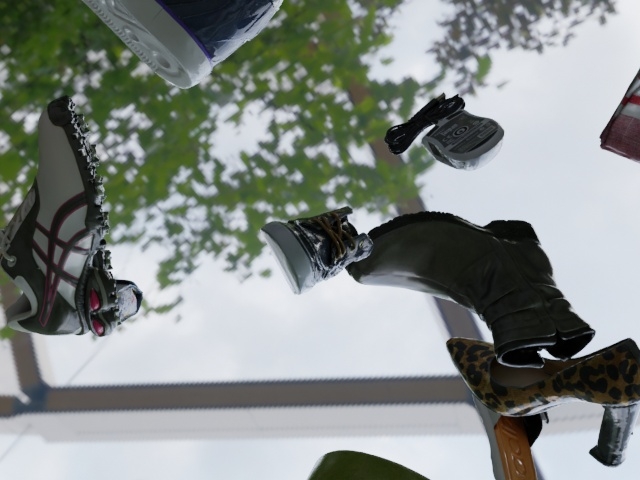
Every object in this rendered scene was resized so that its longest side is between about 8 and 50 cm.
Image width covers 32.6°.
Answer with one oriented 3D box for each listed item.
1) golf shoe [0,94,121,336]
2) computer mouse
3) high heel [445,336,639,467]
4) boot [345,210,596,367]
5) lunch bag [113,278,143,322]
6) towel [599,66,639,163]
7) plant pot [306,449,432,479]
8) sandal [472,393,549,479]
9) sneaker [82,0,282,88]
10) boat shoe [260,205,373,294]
[{"bbox_3d":[-0.272,-0.011,1.108,0.120,0.273,0.105,-6,-149,-12],"label":"golf shoe"},{"bbox_3d":[0.152,-0.114,1.245,0.106,0.042,0.193,-34,-153,-5],"label":"computer mouse"},{"bbox_3d":[0.259,0.132,1.269,0.261,0.186,0.093,30,-131,30],"label":"high heel"},{"bbox_3d":[0.159,0.054,1.110,0.161,0.246,0.083,66,-34,37],"label":"boot"},{"bbox_3d":[-0.272,0.075,1.392,0.071,0.053,0.083,-1,-173,15],"label":"lunch bag"},{"bbox_3d":[0.536,-0.203,1.416,0.237,0.329,0.037,22,-139,1],"label":"towel"},{"bbox_3d":[0.024,0.391,0.986,0.274,0.275,0.293,10,-131,43],"label":"plant pot"},{"bbox_3d":[0.268,0.243,1.459,0.076,0.102,0.265,-36,-135,30],"label":"sandal"},{"bbox_3d":[-0.164,-0.346,1.153,0.236,0.323,0.130,-50,-154,-18],"label":"sneaker"},{"bbox_3d":[0.000,0.000,0.935,0.083,0.065,0.183,-30,177,-3],"label":"boat shoe"}]
